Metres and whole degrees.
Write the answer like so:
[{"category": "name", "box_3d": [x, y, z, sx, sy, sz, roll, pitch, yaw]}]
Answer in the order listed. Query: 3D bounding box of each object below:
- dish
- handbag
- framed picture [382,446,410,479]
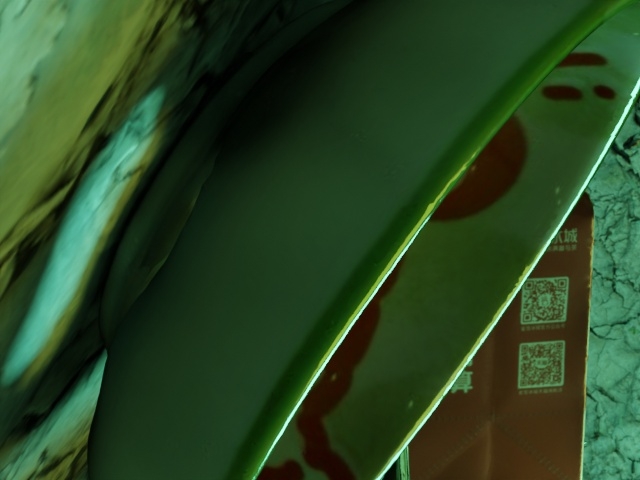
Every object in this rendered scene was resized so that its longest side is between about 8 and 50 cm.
[{"category": "dish", "box_3d": [0.000, 0.000, 0.692, 0.324, 0.124, 0.324, -50, 166, -18]}, {"category": "handbag", "box_3d": [0.105, 0.031, 1.225, 0.171, 0.151, 0.298, -116, -156, -73]}, {"category": "framed picture", "box_3d": [0.041, 0.117, 1.164, 0.142, 0.011, 0.183, -175, -98, -79]}]
